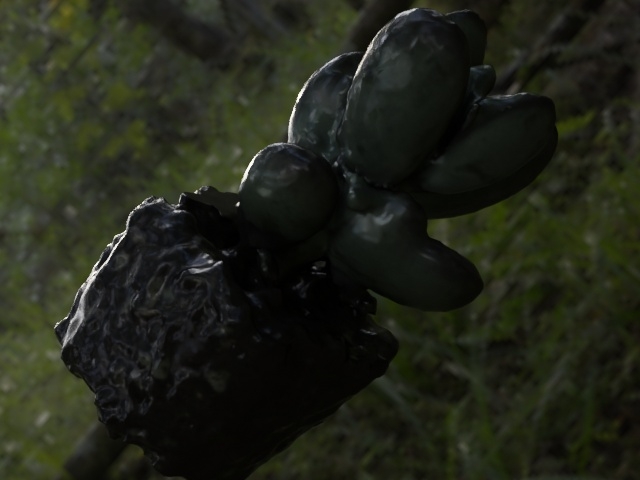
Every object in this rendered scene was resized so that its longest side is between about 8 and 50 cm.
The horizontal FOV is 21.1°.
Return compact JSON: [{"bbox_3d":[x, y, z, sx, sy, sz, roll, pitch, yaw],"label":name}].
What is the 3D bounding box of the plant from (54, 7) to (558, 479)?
[{"bbox_3d":[-0.002,0.001,0.880,0.274,0.149,0.146,-42,-21,11],"label":"plant"}]
